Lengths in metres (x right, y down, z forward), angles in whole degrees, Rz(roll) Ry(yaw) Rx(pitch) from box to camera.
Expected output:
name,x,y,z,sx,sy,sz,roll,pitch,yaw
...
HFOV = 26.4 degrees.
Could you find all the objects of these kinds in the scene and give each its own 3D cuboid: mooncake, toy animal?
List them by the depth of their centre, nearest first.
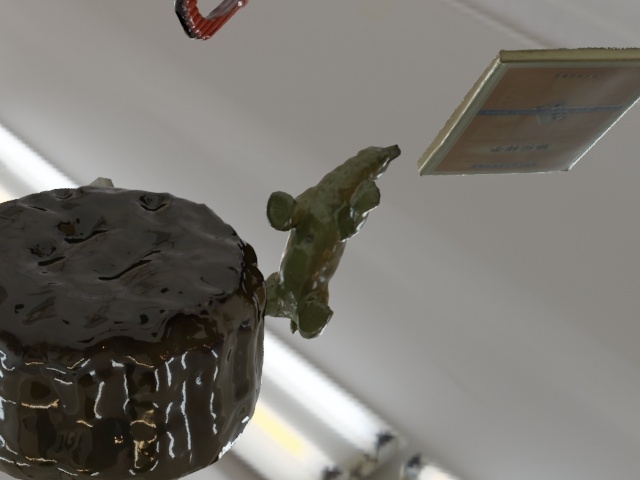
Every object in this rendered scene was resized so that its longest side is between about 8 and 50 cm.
name,x,y,z,sx,sy,sz,roll,pitch,yaw
mooncake,-0.188,0.067,1.149,0.290,0.161,0.290,5,-149,-3
toy animal,0.000,0.000,1.290,0.103,0.219,0.101,25,-170,17

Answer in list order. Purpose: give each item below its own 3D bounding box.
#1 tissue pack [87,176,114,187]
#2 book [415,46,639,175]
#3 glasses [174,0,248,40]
name,x,y,z,sx,sy,sz,roll,pitch,yaw
tissue pack,-0.243,-0.013,1.548,0.023,0.056,0.108,5,-125,-58
book,0.203,-0.116,1.276,0.170,0.242,0.018,-2,-110,-14
glasses,-0.067,-0.227,0.794,0.095,0.255,0.162,38,-102,20
